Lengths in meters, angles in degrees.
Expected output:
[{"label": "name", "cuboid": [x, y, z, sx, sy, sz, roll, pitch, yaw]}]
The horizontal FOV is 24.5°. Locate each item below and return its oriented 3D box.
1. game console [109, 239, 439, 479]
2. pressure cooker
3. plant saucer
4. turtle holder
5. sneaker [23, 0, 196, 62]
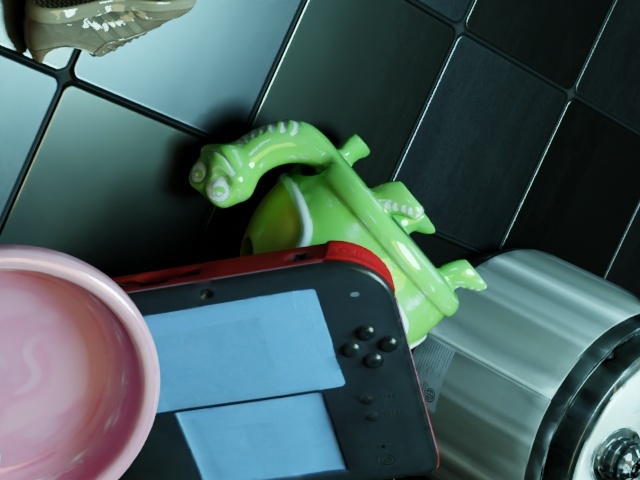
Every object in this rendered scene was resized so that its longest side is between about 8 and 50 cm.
[{"label": "game console", "cuboid": [-0.083, 0.165, 1.646, 0.386, 0.060, 0.342, -9, 123, 10]}, {"label": "pressure cooker", "cuboid": [0.342, 0.238, 1.944, 0.375, 0.420, 0.370, -34, 127, -25]}, {"label": "plant saucer", "cuboid": [-0.334, 0.147, 1.511, 0.332, 0.084, 0.332, -8, 117, -16]}, {"label": "turtle holder", "cuboid": [0.012, 0.014, 1.690, 0.227, 0.243, 0.320, -41, 142, 3]}, {"label": "sneaker", "cuboid": [-0.219, -0.228, 1.515, 0.188, 0.066, 0.071, -11, 133, -31]}]
